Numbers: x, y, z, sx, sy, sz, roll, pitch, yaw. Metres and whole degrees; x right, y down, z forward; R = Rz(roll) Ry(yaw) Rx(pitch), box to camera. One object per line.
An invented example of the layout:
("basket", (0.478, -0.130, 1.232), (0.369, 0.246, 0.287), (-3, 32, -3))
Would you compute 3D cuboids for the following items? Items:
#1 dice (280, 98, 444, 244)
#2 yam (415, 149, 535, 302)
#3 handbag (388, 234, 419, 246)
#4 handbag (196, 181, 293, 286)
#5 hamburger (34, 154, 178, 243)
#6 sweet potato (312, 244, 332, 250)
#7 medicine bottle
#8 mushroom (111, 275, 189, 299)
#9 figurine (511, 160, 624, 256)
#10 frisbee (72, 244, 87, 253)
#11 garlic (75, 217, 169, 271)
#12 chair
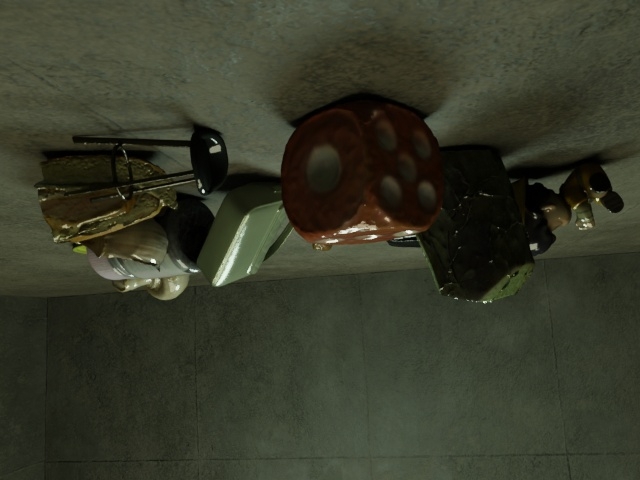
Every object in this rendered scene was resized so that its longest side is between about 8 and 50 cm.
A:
("dice", (0.060, -0.089, 0.808), (0.179, 0.175, 0.173), (0, 171, -45))
("yam", (0.267, -0.022, 1.018), (0.202, 0.272, 0.201), (-4, 172, -38))
("handbag", (0.300, -0.023, 1.652), (0.222, 0.080, 0.247), (2, 175, 10))
("handbag", (-0.130, -0.022, 1.165), (0.219, 0.079, 0.256), (-16, 147, -48))
("hamburger", (-0.344, -0.084, 0.929), (0.207, 0.136, 0.155), (-17, -172, -5))
("sweet potato", (0.000, 0.000, 1.730), (0.068, 0.060, 0.206), (-37, 159, -2))
("medicine bottle", (-0.374, 0.003, 1.253), (0.273, 0.165, 0.165), (-7, 171, 30))
("mushroom", (-0.474, 0.087, 1.611), (0.206, 0.207, 0.209), (-6, -152, 14))
("figurine", (0.467, -0.067, 1.157), (0.256, 0.167, 0.192), (-32, 156, 21))
("frisbee", (-0.646, 0.023, 1.748), (0.235, 0.017, 0.236), (-4, 172, -1))
("garlic", (-0.389, -0.032, 1.081), (0.229, 0.143, 0.178), (13, 173, 17))
("chair", (-0.245, -0.099, 0.806), (0.221, 0.104, 0.095), (-9, -149, -5))
